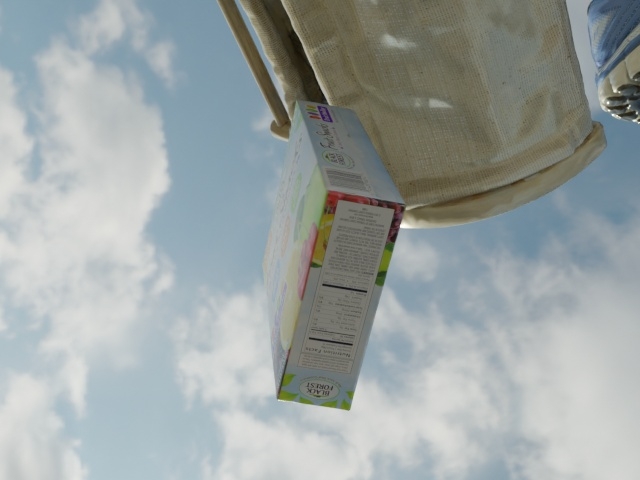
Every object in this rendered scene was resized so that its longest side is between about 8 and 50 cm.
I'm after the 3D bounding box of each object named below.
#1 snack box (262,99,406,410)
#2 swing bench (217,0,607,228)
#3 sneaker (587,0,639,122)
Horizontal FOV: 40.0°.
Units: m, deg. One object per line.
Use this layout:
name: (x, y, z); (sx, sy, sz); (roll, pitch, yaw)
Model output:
snack box: (0.000, 0.000, 0.425); (0.141, 0.037, 0.100); (-104, -154, -65)
swing bench: (0.033, -0.161, 0.588); (0.165, 0.253, 0.255); (-32, -143, -7)
sneaker: (0.342, -0.234, 0.677); (0.330, 0.129, 0.147); (-33, -122, 35)
